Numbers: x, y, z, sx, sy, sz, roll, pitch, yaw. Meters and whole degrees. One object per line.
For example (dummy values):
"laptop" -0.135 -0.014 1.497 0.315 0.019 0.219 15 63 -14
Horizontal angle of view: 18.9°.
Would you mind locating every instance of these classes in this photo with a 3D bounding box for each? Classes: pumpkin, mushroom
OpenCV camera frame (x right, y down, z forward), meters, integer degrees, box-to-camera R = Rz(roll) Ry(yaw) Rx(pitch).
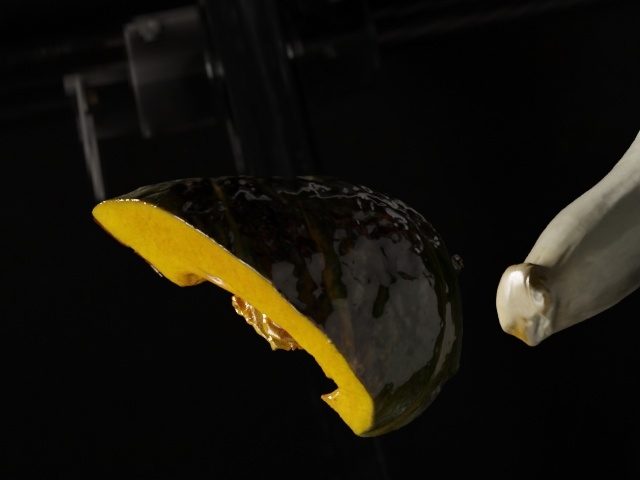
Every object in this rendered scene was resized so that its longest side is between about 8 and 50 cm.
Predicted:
"pumpkin" -0.001 -0.003 1.359 0.278 0.163 0.111 38 -24 2
"mushroom" 0.270 -0.047 1.479 0.351 0.097 0.109 -45 -27 -11
